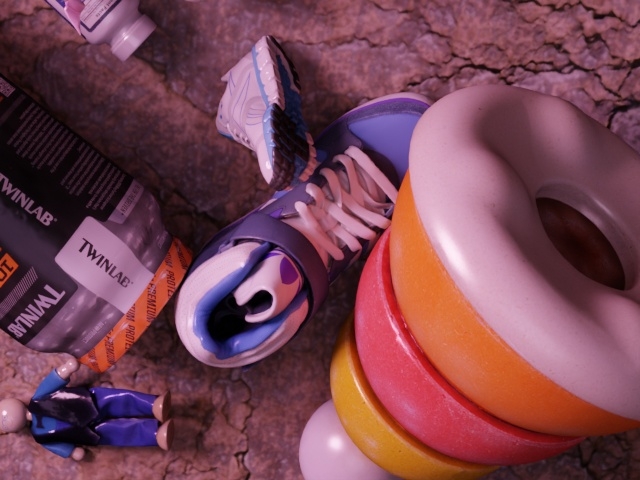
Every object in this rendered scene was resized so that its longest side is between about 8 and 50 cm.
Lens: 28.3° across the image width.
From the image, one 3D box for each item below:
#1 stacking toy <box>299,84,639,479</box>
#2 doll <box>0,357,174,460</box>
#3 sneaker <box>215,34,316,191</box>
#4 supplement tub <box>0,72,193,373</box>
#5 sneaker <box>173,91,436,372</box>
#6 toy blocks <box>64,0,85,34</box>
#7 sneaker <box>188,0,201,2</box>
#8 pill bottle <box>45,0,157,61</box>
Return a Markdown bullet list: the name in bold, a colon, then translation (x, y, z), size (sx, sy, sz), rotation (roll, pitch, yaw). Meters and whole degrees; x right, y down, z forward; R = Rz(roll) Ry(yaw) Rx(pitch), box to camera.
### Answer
- **stacking toy**: translation (0.119, 0.120, 1.211), size (0.350, 0.351, 0.480), rotation (34, 127, -10)
- **doll**: translation (-0.254, 0.183, 1.349), size (0.189, 0.046, 0.129), rotation (0, 117, 6)
- **sneaker**: translation (-0.058, -0.107, 1.203), size (0.083, 0.191, 0.071), rotation (-29, 132, 19)
- **supplement tub**: translation (-0.289, -0.026, 1.207), size (0.316, 0.193, 0.193), rotation (38, 103, -11)
- **sneaker**: translation (-0.001, 0.000, 1.195), size (0.322, 0.236, 0.130), rotation (-37, 104, 10)
- **toy blocks**: translation (-0.311, -0.344, 1.093), size (0.309, 0.289, 0.260), rotation (-21, 150, 27)
- **sneaker**: translation (-0.113, -0.397, 1.138), size (0.148, 0.131, 0.350), rotation (16, 101, 2)
- **pill bottle**: translation (-0.216, -0.229, 1.210), size (0.120, 0.067, 0.067), rotation (44, 102, -13)
